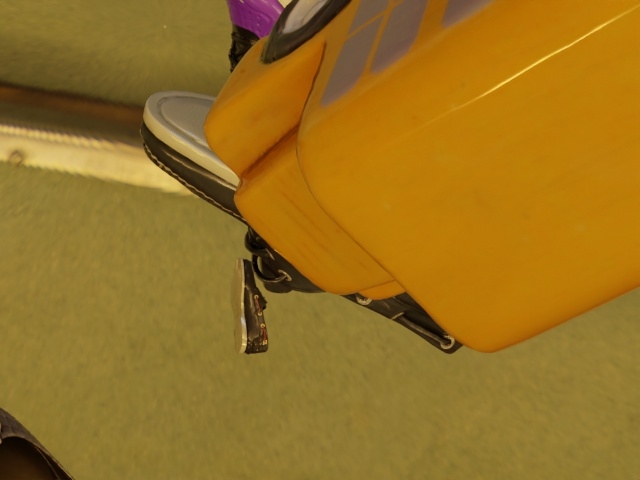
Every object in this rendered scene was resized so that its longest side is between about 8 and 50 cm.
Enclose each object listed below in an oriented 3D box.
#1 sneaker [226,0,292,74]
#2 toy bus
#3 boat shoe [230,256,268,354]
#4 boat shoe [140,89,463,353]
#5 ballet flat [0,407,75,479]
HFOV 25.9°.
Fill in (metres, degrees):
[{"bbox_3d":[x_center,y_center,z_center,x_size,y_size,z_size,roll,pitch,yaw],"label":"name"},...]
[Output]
[{"bbox_3d":[-0.067,-0.211,1.726,0.146,0.102,0.293,-40,126,-6],"label":"sneaker"},{"bbox_3d":[0.104,-0.069,0.411,0.332,0.130,0.108,-30,117,34],"label":"toy bus"},{"bbox_3d":[-0.092,0.086,1.820,0.042,0.049,0.133,2,65,-20],"label":"boat shoe"},{"bbox_3d":[0.000,-0.002,1.076,0.340,0.127,0.113,21,120,-26],"label":"boat shoe"},{"bbox_3d":[-0.155,0.179,0.839,0.058,0.084,0.250,-31,102,41],"label":"ballet flat"}]
